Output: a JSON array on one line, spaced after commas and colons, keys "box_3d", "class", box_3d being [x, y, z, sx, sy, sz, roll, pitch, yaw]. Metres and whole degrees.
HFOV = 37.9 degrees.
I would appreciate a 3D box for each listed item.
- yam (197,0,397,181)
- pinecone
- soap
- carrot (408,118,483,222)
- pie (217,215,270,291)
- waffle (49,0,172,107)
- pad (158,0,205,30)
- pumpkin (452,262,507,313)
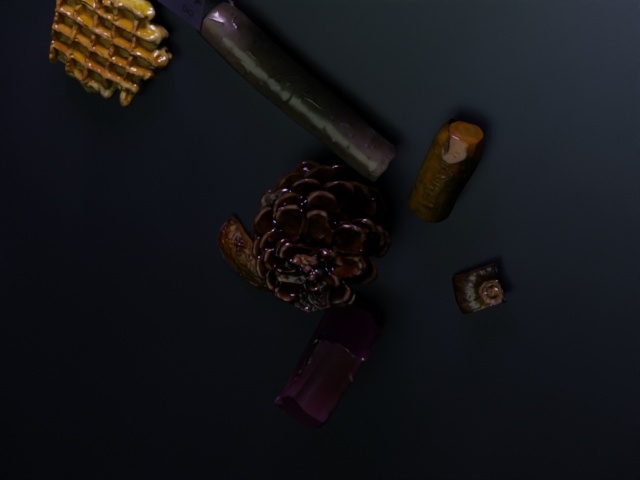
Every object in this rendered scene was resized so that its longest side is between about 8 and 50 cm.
[{"box_3d": [-0.037, -0.234, 1.481, 0.371, 0.083, 0.083, 42, 132, -1], "class": "yam"}, {"box_3d": [-0.006, 0.006, 1.523, 0.243, 0.257, 0.243, 13, 141, 10], "class": "pinecone"}, {"box_3d": [0.006, 0.240, 1.726, 0.112, 0.182, 0.289, 32, 126, 3], "class": "soap"}, {"box_3d": [0.195, -0.108, 1.443, 0.082, 0.082, 0.173, 29, 138, 8], "class": "carrot"}, {"box_3d": [-0.135, 0.045, 1.765, 0.088, 0.033, 0.191, -29, 105, 44], "class": "pie"}, {"box_3d": [-0.355, -0.333, 1.602, 0.219, 0.057, 0.229, 29, 132, 8], "class": "waffle"}, {"box_3d": [-0.258, -0.456, 1.451, 0.245, 0.006, 0.170, 38, 135, 21], "class": "pad"}, {"box_3d": [0.270, 0.077, 1.562, 0.101, 0.035, 0.073, -18, 101, 40], "class": "pumpkin"}]
